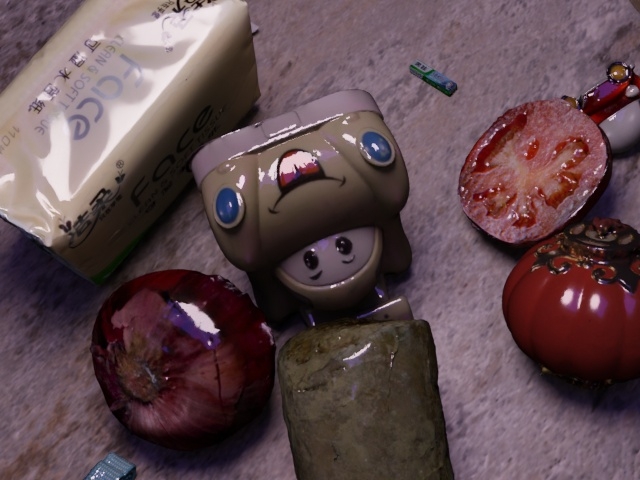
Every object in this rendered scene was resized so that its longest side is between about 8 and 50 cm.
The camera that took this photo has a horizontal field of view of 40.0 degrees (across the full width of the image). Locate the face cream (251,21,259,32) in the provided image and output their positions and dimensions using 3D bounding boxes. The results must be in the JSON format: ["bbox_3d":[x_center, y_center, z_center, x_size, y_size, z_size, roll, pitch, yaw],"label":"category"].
[{"bbox_3d":[-0.221,-0.308,1.468,0.244,0.058,0.092,-42,63,-18],"label":"face cream"}]

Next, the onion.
[{"bbox_3d":[-0.172,0.146,1.153,0.252,0.219,0.252,7,109,20],"label":"onion"}]

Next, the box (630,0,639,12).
[{"bbox_3d":[0.597,-0.412,1.386,0.201,0.058,0.141,-25,62,-5],"label":"box"}]

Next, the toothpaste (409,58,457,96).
[{"bbox_3d":[0.179,-0.258,1.398,0.083,0.017,0.020,38,75,23],"label":"toothpaste"}]

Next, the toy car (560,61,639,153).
[{"bbox_3d":[0.417,-0.178,1.280,0.139,0.112,0.112,-32,79,4],"label":"toy car"}]

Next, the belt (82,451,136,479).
[{"bbox_3d":[-0.305,0.363,1.139,0.065,0.100,0.179,25,55,21],"label":"belt"}]

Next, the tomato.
[{"bbox_3d":[0.306,-0.083,1.223,0.225,0.085,0.224,-21,53,30],"label":"tomato"}]

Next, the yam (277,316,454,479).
[{"bbox_3d":[0.057,0.236,1.023,0.195,0.195,0.299,-10,84,4],"label":"yam"}]

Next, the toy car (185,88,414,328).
[{"bbox_3d":[0.000,0.000,1.117,0.242,0.336,0.226,-21,64,-2],"label":"toy car"}]

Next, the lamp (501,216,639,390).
[{"bbox_3d":[0.340,0.073,1.094,0.227,0.227,0.226,-4,63,7],"label":"lamp"}]

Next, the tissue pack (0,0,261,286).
[{"bbox_3d":[-0.276,-0.159,1.222,0.205,0.332,0.405,35,79,7],"label":"tissue pack"}]
